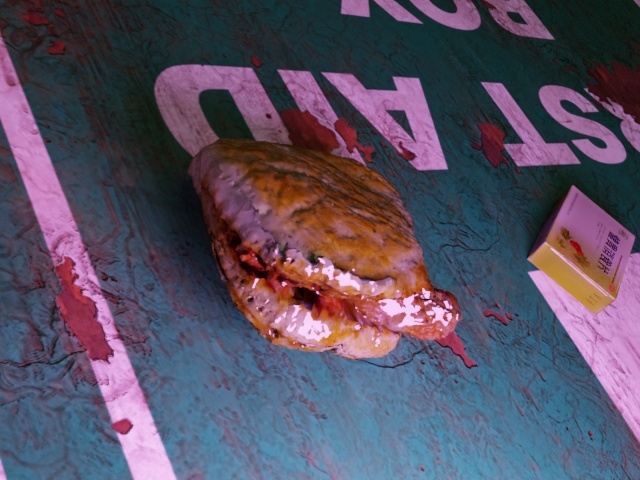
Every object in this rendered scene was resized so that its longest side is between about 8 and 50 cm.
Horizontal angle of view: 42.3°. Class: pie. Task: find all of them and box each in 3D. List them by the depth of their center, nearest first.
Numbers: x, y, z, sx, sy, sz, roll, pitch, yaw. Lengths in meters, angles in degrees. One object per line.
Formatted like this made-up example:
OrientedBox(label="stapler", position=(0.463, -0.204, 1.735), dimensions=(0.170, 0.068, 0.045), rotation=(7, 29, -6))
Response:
OrientedBox(label="pie", position=(-0.017, -0.018, 1.237), dimensions=(0.395, 0.180, 0.418), rotation=(16, 32, -32))

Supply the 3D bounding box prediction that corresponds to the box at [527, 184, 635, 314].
OrientedBox(label="box", position=(0.537, 0.014, 1.690), dimensions=(0.175, 0.062, 0.260), rotation=(40, 40, 2))
